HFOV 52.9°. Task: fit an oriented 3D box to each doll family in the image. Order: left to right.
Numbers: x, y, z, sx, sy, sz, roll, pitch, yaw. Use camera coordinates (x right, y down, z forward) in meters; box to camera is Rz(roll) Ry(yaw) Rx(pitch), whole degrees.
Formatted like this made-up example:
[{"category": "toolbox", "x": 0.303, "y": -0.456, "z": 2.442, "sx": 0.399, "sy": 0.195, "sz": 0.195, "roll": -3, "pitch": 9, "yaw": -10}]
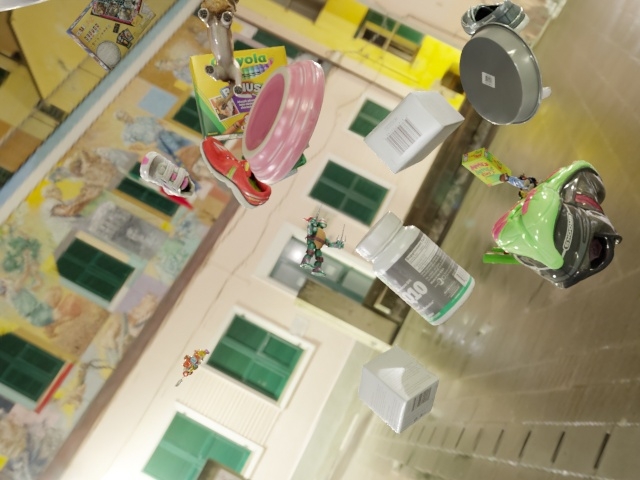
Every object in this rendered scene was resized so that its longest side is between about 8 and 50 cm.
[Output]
[{"category": "doll family", "x": 0.592, "y": -0.147, "z": 1.844, "sx": 0.076, "sy": 0.193, "sz": 0.111, "roll": -45, "pitch": 33, "yaw": -2}]

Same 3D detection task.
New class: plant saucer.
[{"category": "plant saucer", "x": -0.108, "y": -0.311, "z": 1.635, "sx": 0.332, "sy": 0.084, "sz": 0.332, "roll": -41, "pitch": 38, "yaw": 43}]

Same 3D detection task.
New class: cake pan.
[{"category": "cake pan", "x": 0.484, "y": -0.447, "z": 1.772, "sx": 0.054, "sy": 0.293, "sz": 0.293, "roll": -28, "pitch": -16, "yaw": -17}]

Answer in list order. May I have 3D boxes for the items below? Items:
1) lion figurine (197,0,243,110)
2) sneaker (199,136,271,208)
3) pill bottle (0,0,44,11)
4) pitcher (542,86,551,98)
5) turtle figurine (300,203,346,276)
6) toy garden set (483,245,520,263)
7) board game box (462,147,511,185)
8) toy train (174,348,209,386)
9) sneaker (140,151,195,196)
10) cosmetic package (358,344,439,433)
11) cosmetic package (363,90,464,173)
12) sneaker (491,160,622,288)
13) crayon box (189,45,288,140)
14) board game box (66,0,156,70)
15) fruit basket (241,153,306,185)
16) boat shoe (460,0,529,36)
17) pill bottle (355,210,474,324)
[{"category": "lion figurine", "x": -0.310, "y": -0.624, "z": 2.052, "sx": 0.240, "sy": 0.142, "sz": 0.391, "roll": -102, "pitch": 14, "yaw": -71}, {"category": "sneaker", "x": -0.257, "y": -0.229, "z": 2.031, "sx": 0.118, "sy": 0.279, "sz": 0.107, "roll": -30, "pitch": 20, "yaw": 40}, {"category": "pill bottle", "x": -0.593, "y": -0.614, "z": 1.150, "sx": 0.210, "sy": 0.210, "sz": 0.362, "roll": -58, "pitch": -37, "yaw": -53}, {"category": "pitcher", "x": 0.594, "y": -0.487, "z": 2.036, "sx": 0.178, "sy": 0.207, "sz": 0.125, "roll": -43, "pitch": -22, "yaw": 22}, {"category": "turtle figurine", "x": 0.000, "y": 0.000, "z": 2.301, "sx": 0.118, "sy": 0.175, "sz": 0.234, "roll": -10, "pitch": 60, "yaw": 54}, {"category": "toy garden set", "x": 0.553, "y": 0.009, "z": 1.646, "sx": 0.244, "sy": 0.204, "sz": 0.049, "roll": -22, "pitch": -70, "yaw": -56}, {"category": "board game box", "x": 0.611, "y": -0.268, "z": 2.365, "sx": 0.092, "sy": 0.181, "sz": 0.043, "roll": -15, "pitch": 55, "yaw": 45}, {"category": "toy train", "x": -0.417, "y": 0.389, "z": 2.029, "sx": 0.125, "sy": 0.046, "sz": 0.166, "roll": -36, "pitch": -12, "yaw": -49}, {"category": "sneaker", "x": -0.504, "y": -0.219, "z": 2.166, "sx": 0.252, "sy": 0.111, "sz": 0.102, "roll": 37, "pitch": -108, "yaw": -64}, {"category": "cosmetic package", "x": 0.235, "y": 0.451, "z": 1.964, "sx": 0.151, "sy": 0.184, "sz": 0.151, "roll": -23, "pitch": -46, "yaw": -34}, {"category": "cosmetic package", "x": 0.338, "y": -0.387, "z": 2.245, "sx": 0.230, "sy": 0.161, "sz": 0.453, "roll": -44, "pitch": -5, "yaw": 23}, {"category": "sneaker", "x": 0.490, "y": -0.023, "z": 1.292, "sx": 0.185, "sy": 0.202, "sz": 0.483, "roll": -45, "pitch": -9, "yaw": 36}, {"category": "crayon box", "x": -0.290, "y": -0.556, "z": 2.449, "sx": 0.106, "sy": 0.363, "sz": 0.312, "roll": 156, "pitch": 103, "yaw": -76}, {"category": "board game box", "x": -0.643, "y": -0.672, "z": 1.989, "sx": 0.165, "sy": 0.042, "sz": 0.243, "roll": 46, "pitch": -113, "yaw": -39}, {"category": "fruit basket", "x": -0.183, "y": -0.318, "z": 2.531, "sx": 0.327, "sy": 0.165, "sz": 0.353, "roll": -27, "pitch": 4, "yaw": -2}, {"category": "boat shoe", "x": 0.485, "y": -0.657, "z": 1.867, "sx": 0.116, "sy": 0.099, "sz": 0.319, "roll": -48, "pitch": 25, "yaw": 7}, {"category": "pill bottle", "x": 0.300, "y": 0.085, "z": 2.074, "sx": 0.204, "sy": 0.361, "sz": 0.204, "roll": -48, "pitch": 0, "yaw": 0}]
